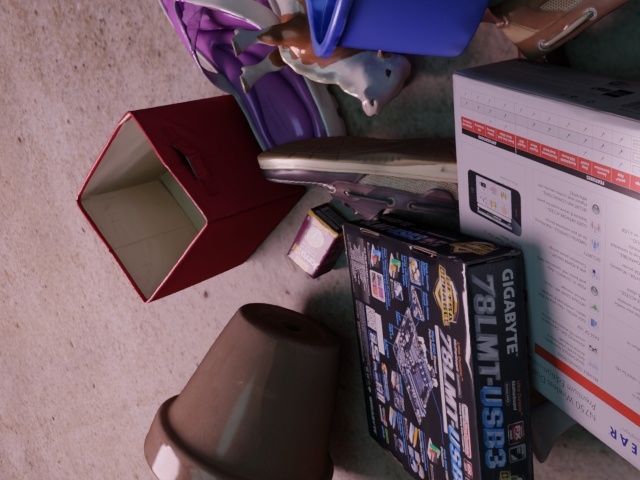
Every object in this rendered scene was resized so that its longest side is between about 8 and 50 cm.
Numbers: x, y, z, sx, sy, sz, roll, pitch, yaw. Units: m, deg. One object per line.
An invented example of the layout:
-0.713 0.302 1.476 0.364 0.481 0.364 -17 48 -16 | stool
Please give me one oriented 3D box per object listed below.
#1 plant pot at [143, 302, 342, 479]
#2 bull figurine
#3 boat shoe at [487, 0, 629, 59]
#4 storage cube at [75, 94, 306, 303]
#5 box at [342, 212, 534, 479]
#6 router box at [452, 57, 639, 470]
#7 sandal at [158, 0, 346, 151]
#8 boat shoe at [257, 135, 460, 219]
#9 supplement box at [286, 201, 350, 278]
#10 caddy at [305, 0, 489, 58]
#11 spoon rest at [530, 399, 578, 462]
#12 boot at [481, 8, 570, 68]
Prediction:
-0.081 0.215 1.056 0.263 0.263 0.229 26 102 29 | plant pot
-0.019 -0.274 0.897 0.101 0.188 0.310 115 138 -83 | bull figurine
0.296 -0.262 0.678 0.324 0.123 0.116 -21 110 36 | boat shoe
-0.176 -0.061 1.055 0.184 0.193 0.215 53 130 12 | storage cube
0.124 0.133 0.871 0.293 0.073 0.295 -160 60 -67 | box
0.243 0.013 0.694 0.335 0.082 0.301 -139 38 -59 | router box
-0.112 -0.255 0.997 0.416 0.102 0.169 53 129 10 | sandal
0.063 -0.067 0.902 0.285 0.103 0.092 3 113 17 | boat shoe
0.000 0.000 1.033 0.055 0.043 0.083 41 126 19 | supplement box
0.066 -0.330 0.711 0.179 0.241 0.341 9 117 -10 | caddy
0.344 0.150 0.803 0.276 0.084 0.137 -26 89 27 | spoon rest
0.203 -0.198 0.817 0.106 0.037 0.114 -7 105 42 | boot
